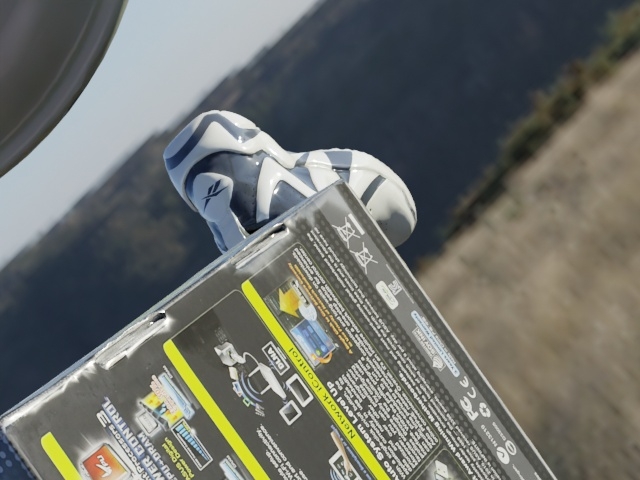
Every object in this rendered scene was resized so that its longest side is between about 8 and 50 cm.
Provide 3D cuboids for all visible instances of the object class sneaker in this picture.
[{"bbox_3d":[0.000,0.000,1.494,0.094,0.235,0.153,-42,49,21],"label":"sneaker"}]

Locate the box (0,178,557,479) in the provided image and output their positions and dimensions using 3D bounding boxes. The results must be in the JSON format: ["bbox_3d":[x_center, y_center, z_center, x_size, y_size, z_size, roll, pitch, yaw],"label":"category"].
[{"bbox_3d":[0.019,0.133,0.620,0.060,0.270,0.216,-34,2,33],"label":"box"}]

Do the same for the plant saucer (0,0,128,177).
[{"bbox_3d":[-0.283,-0.179,0.937,0.400,0.400,0.100,-45,8,13],"label":"plant saucer"}]
